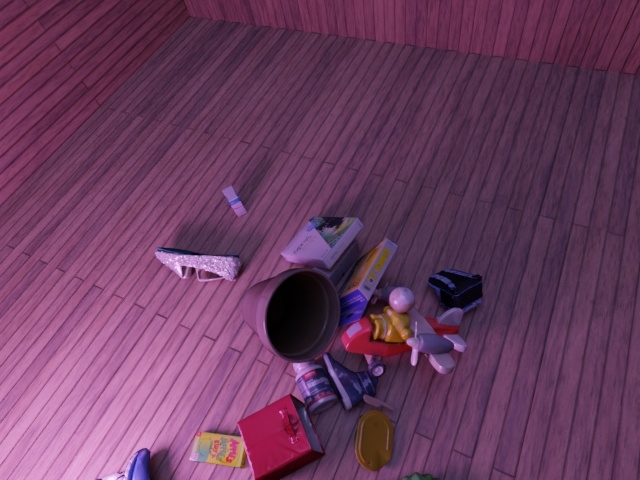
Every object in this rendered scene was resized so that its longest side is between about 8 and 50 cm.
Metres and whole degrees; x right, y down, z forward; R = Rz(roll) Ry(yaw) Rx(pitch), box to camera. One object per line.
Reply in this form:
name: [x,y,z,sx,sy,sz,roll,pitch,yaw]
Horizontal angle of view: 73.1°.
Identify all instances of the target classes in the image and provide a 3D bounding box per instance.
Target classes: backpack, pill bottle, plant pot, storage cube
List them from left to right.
storage cube: [-0.124,0.632,1.377,0.193,0.215,0.183,-28,57,-1]
plant pot: [-0.138,0.255,1.565,0.280,0.323,0.323,-1,49,51]
pill bottle: [-0.025,0.497,1.505,0.108,0.108,0.180,-27,57,-7]
backpack: [0.494,0.180,1.608,0.158,0.116,0.173,-25,25,-23]

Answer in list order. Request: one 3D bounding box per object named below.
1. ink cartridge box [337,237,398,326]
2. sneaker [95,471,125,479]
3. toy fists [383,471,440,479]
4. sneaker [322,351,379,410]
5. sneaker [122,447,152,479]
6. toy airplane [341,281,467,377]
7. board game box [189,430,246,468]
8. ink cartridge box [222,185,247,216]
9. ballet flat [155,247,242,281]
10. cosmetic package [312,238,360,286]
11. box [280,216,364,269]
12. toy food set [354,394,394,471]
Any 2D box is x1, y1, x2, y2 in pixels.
ink cartridge box: [0.137,0.165,1.583,0.072,0.303,0.307,37,66,-3]
sneaker: [-0.712,0.816,1.472,0.109,0.040,0.043,-3,40,4]
toy fists: [0.235,0.779,1.283,0.279,0.096,0.142,-11,66,1]
sneaker: [0.111,0.467,1.519,0.164,0.086,0.226,-21,47,-14]
sneaker: [-0.548,0.841,1.386,0.147,0.129,0.329,-9,58,-13]
toy airplane: [0.309,0.278,1.465,0.386,0.272,0.384,7,27,34]
board game box: [-0.340,0.709,1.464,0.182,0.043,0.092,2,57,12]
ink cartridge box: [-0.399,-0.182,2.012,0.052,0.122,0.088,-31,57,-6]
ballet flat: [-0.536,0.108,1.850,0.409,0.147,0.146,5,58,15]
cosmetic package: [0.063,0.093,1.750,0.086,0.117,0.231,31,69,26]
box: [0.000,0.000,1.758,0.232,0.058,0.322,-50,29,-21]
toy food set: [0.167,0.631,1.412,0.128,0.071,0.217,18,63,-12]
